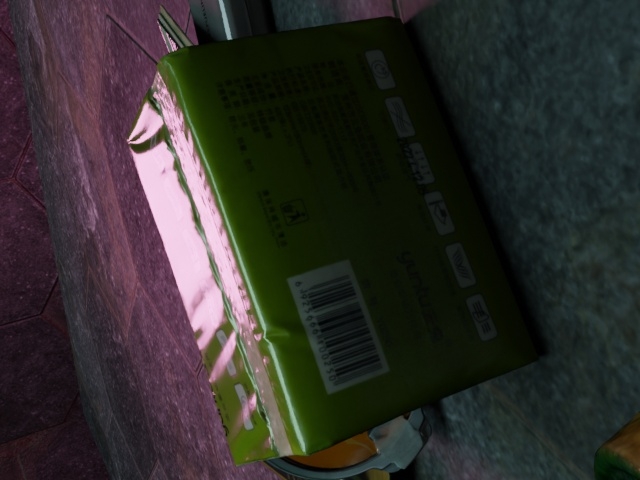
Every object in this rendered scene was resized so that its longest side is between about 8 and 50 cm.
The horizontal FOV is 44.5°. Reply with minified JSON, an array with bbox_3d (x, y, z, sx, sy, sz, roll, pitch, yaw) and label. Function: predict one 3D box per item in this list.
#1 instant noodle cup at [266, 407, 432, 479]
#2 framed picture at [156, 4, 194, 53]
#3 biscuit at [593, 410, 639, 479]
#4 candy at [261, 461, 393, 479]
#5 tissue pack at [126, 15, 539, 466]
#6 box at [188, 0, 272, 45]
[{"bbox_3d":[-0.004,0.122,0.726,0.208,0.178,0.125,59,167,2],"label":"instant noodle cup"},{"bbox_3d":[-0.117,-0.117,0.871,0.197,0.014,0.252,53,164,49],"label":"framed picture"},{"bbox_3d":[0.210,0.164,0.259,0.287,0.057,0.344,53,174,-28],"label":"biscuit"},{"bbox_3d":[-0.004,0.223,0.851,0.271,0.101,0.143,31,139,48],"label":"candy"},{"bbox_3d":[0.000,0.000,0.588,0.167,0.200,0.274,-39,69,61],"label":"tissue pack"},{"bbox_3d":[-0.101,-0.262,0.813,0.103,0.055,0.243,4,108,63],"label":"box"}]
